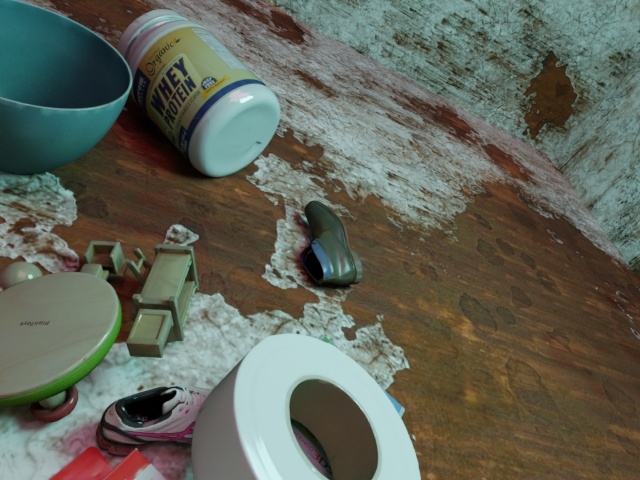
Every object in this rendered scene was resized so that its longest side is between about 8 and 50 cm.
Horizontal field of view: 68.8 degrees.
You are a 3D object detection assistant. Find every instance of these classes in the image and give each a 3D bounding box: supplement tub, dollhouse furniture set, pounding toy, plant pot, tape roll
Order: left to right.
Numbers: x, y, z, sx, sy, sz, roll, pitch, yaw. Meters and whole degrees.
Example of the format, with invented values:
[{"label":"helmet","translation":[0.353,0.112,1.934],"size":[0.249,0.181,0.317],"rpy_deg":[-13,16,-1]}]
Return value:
[{"label":"plant pot","translation":[-0.477,-0.223,0.754],"size":[0.290,0.195,0.290],"rpy_deg":[21,38,-18]},{"label":"pounding toy","translation":[-0.343,0.131,0.569],"size":[0.236,0.110,0.183],"rpy_deg":[16,42,23]},{"label":"dollhouse furniture set","translation":[-0.278,0.101,0.671],"size":[0.160,0.101,0.182],"rpy_deg":[4,41,-1]},{"label":"supplement tub","translation":[-0.264,-0.317,1.004],"size":[0.316,0.228,0.228],"rpy_deg":[46,37,14]},{"label":"tape roll","translation":[-0.010,0.260,0.582],"size":[0.286,0.100,0.286],"rpy_deg":[34,26,-19]}]

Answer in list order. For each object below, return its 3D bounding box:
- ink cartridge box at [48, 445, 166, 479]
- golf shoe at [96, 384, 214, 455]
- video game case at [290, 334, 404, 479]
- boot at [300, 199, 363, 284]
[{"label":"ink cartridge box","translation":[-0.199,0.318,0.469],"size":[0.231,0.078,0.134],"rpy_deg":[41,36,8]},{"label":"golf shoe","translation":[-0.178,0.219,0.593],"size":[0.186,0.086,0.067],"rpy_deg":[2,47,-39]},{"label":"video game case","translation":[0.023,0.275,0.743],"size":[0.193,0.023,0.212],"rpy_deg":[41,36,8]},{"label":"boot","translation":[0.000,0.000,0.985],"size":[0.106,0.082,0.219],"rpy_deg":[-4,53,-44]}]
